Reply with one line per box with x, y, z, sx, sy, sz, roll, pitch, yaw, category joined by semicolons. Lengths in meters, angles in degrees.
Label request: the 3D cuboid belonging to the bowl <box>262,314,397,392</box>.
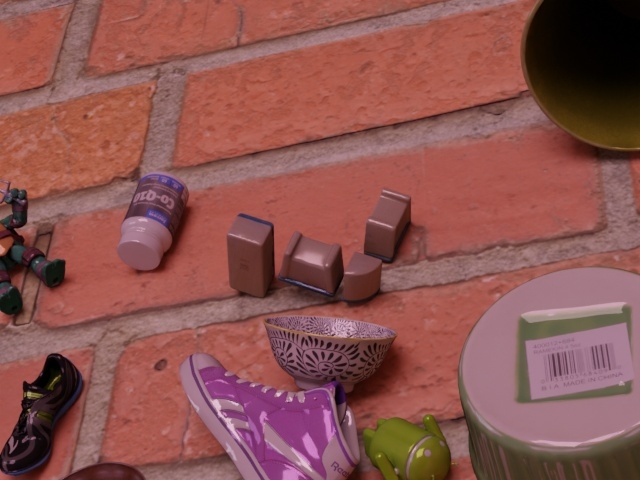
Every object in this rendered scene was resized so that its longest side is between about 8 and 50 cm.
0.009;0.145;1.902;0.170;0.080;0.170;5;5;0;bowl

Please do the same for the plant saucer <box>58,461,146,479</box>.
-0.285;0.344;1.877;0.168;0.029;0.168;-16;34;11;plant saucer

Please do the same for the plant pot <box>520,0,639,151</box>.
0.432;-0.312;2.089;0.275;0.275;0.293;-4;30;20;plant pot

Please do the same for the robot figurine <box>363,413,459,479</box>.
0.104;0.250;1.784;0.115;0.067;0.101;23;40;39;robot figurine

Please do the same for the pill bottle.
-0.245;-0.028;2.210;0.078;0.078;0.137;-3;46;21;pill bottle

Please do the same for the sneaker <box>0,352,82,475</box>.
-0.379;0.228;2.011;0.067;0.078;0.188;3;49;26;sneaker

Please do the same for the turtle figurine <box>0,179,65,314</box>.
-0.485;0.000;2.262;0.175;0.118;0.234;-45;60;-2;turtle figurine

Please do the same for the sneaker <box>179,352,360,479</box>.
-0.051;0.206;1.853;0.161;0.102;0.282;-44;55;4;sneaker

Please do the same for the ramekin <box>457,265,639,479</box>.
0.300;0.171;1.716;0.303;0.148;0.303;-12;44;12;ramekin

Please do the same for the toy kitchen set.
0.000;0.000;2.074;0.207;0.122;0.166;18;54;12;toy kitchen set
